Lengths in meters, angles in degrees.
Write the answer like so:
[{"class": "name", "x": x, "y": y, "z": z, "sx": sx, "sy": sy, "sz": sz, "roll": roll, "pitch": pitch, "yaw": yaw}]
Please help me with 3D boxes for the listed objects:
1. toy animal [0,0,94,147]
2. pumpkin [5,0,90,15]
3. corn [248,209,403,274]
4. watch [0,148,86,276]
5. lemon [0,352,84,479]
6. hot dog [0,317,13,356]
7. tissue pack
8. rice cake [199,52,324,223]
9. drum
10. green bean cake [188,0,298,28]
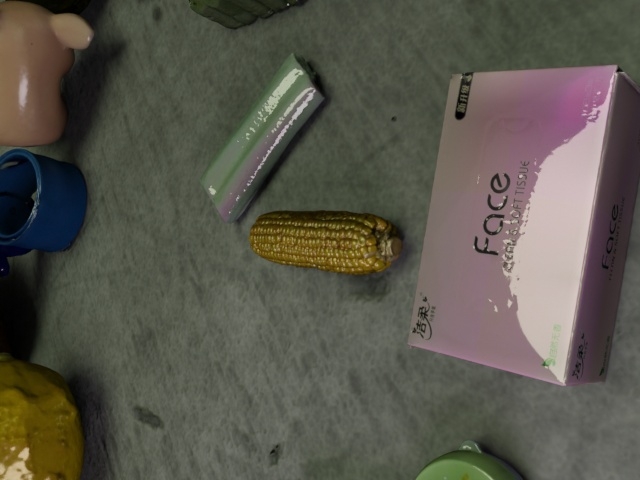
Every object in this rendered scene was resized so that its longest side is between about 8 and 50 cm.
[{"class": "toy animal", "x": -0.507, "y": -0.278, "z": 1.140, "sx": 0.213, "sy": 0.195, "sz": 0.256, "roll": 44, "pitch": 130, "yaw": 49}, {"class": "pumpkin", "x": -0.519, "y": -0.490, "z": 1.160, "sx": 0.189, "sy": 0.260, "sz": 0.260, "roll": -36, "pitch": 53, "yaw": -11}, {"class": "corn", "x": 0.000, "y": 0.000, "z": 0.737, "sx": 0.207, "sy": 0.068, "sz": 0.068, "roll": 5, "pitch": 86, "yaw": 41}, {"class": "watch", "x": -0.508, "y": -0.052, "z": 1.149, "sx": 0.200, "sy": 0.171, "sz": 0.196, "roll": -23, "pitch": 79, "yaw": 25}, {"class": "lemon", "x": -0.465, "y": 0.311, "z": 0.991, "sx": 0.233, "sy": 0.233, "sz": 0.288, "roll": -10, "pitch": 78, "yaw": 40}, {"class": "hot dog", "x": -0.675, "y": 0.171, "z": 1.222, "sx": 0.267, "sy": 0.174, "sz": 0.387, "roll": 41, "pitch": 130, "yaw": 33}, {"class": "tissue pack", "x": 0.177, "y": -0.015, "z": 0.566, "sx": 0.148, "sy": 0.092, "sz": 0.246, "roll": 8, "pitch": 87, "yaw": 41}, {"class": "rice cake", "x": -0.074, "y": -0.125, "z": 0.842, "sx": 0.222, "sy": 0.042, "sz": 0.080, "roll": -50, "pitch": 53, "yaw": 23}, {"class": "drum", "x": 0.085, "y": 0.274, "z": 0.626, "sx": 0.253, "sy": 0.049, "sz": 0.130, "roll": -31, "pitch": 63, "yaw": 34}, {"class": "green bean cake", "x": -0.094, "y": -0.389, "z": 0.877, "sx": 0.183, "sy": 0.094, "sz": 0.185, "roll": -3, "pitch": 86, "yaw": 40}]
